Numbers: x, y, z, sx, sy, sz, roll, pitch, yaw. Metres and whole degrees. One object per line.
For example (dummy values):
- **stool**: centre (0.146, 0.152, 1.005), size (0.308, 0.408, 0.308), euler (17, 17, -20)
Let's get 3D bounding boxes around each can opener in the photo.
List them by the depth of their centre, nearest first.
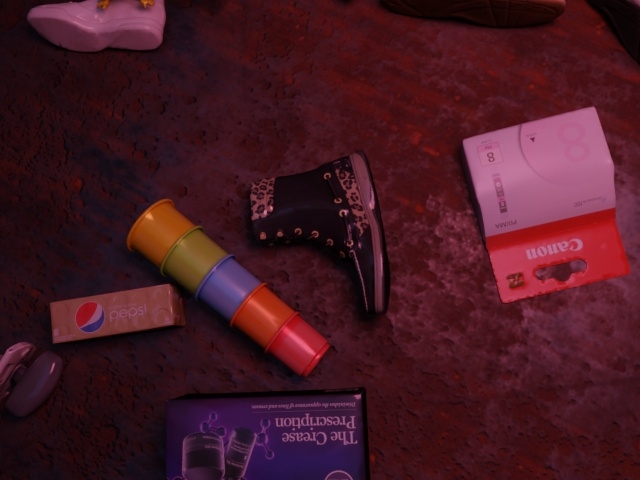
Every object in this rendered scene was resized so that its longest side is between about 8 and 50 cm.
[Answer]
- **can opener**: centre (-0.485, 0.270, 0.965), size (0.093, 0.074, 0.280), euler (34, 86, 10)

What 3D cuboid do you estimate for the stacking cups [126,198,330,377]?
- **stacking cups**: centre (-0.130, 0.075, 0.944), size (0.316, 0.096, 0.096), euler (40, 87, 11)

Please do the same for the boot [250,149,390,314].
- **boot**: centre (0.000, 0.000, 0.947), size (0.178, 0.085, 0.237), euler (-10, 73, 7)

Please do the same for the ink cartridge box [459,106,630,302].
- **ink cartridge box**: centre (0.313, -0.050, 0.931), size (0.188, 0.066, 0.233), euler (-14, 75, 4)

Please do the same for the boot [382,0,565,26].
- **boot**: centre (0.234, -0.426, 0.982), size (0.261, 0.095, 0.204), euler (10, 81, 15)

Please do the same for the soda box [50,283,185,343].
- **soda box**: centre (-0.292, 0.108, 0.976), size (0.181, 0.058, 0.061), euler (-9, 80, 6)

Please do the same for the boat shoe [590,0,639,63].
- **boat shoe**: centre (0.454, -0.341, 0.932), size (0.103, 0.118, 0.320), euler (-35, 72, 5)

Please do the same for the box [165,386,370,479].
- **box**: centre (-0.066, 0.297, 0.898), size (0.261, 0.103, 0.185), euler (-4, 83, 6)

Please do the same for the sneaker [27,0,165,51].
- **sneaker**: centre (-0.346, -0.354, 1.058), size (0.212, 0.080, 0.094), euler (5, 70, 1)

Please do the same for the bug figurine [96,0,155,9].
- **bug figurine**: centre (-0.232, -0.445, 1.028), size (0.278, 0.072, 0.216), euler (-3, 54, 4)
